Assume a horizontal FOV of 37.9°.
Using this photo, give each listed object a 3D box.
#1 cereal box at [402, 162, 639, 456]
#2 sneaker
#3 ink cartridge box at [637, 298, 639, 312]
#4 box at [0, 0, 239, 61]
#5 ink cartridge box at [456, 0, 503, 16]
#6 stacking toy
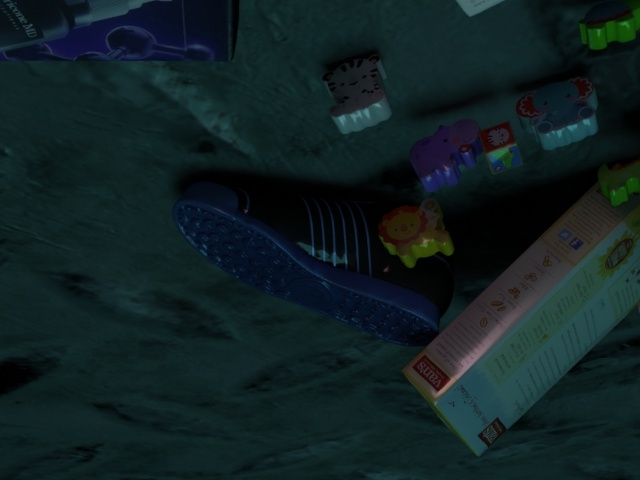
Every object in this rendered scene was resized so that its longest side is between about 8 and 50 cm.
[{"bbox_3d":[0.187,0.067,0.781,0.240,0.047,0.173,-42,147,-3],"label":"cereal box"},{"bbox_3d":[0.000,0.000,0.744,0.232,0.090,0.081,27,145,-10],"label":"sneaker"},{"bbox_3d":[0.405,0.033,0.647,0.270,0.197,0.198,-27,102,36],"label":"ink cartridge box"},{"bbox_3d":[-0.137,-0.163,0.389,0.207,0.108,0.153,-1,150,-4],"label":"box"},{"bbox_3d":[0.087,-0.206,0.431,0.145,0.045,0.179,-22,128,30],"label":"ink cartridge box"},{"bbox_3d":[0.125,-0.074,0.630,0.221,0.052,0.167,-17,139,11],"label":"stacking toy"}]
